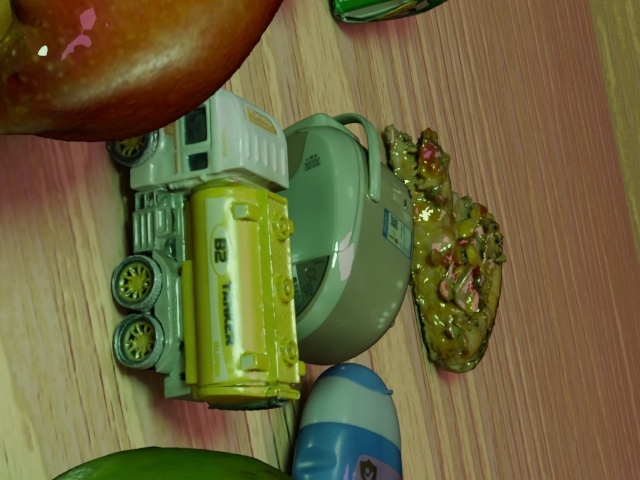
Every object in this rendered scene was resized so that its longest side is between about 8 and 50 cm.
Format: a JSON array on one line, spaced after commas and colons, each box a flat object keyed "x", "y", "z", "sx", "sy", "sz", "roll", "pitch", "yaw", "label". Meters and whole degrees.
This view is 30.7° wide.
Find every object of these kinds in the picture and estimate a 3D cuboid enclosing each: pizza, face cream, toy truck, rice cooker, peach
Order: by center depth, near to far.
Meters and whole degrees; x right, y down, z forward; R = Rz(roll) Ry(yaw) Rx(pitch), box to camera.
[{"x": -0.101, "y": -0.180, "z": 0.647, "sx": 0.201, "sy": 0.257, "sz": 0.362, "roll": 38, "pitch": 43, "yaw": -47, "label": "peach"}, {"x": -0.072, "y": 0.008, "z": 0.809, "sx": 0.098, "sy": 0.114, "sz": 0.227, "roll": 23, "pitch": 60, "yaw": -61, "label": "toy truck"}, {"x": 0.000, "y": 0.000, "z": 0.921, "sx": 0.127, "sy": 0.145, "sz": 0.206, "roll": 37, "pitch": 45, "yaw": -32, "label": "rice cooker"}, {"x": 0.022, "y": 0.227, "z": 0.956, "sx": 0.149, "sy": 0.083, "sz": 0.264, "roll": 49, "pitch": 38, "yaw": -52, "label": "face cream"}, {"x": 0.163, "y": -0.009, "z": 1.369, "sx": 0.251, "sy": 0.074, "sz": 0.288, "roll": -27, "pitch": 106, "yaw": -67, "label": "pizza"}]

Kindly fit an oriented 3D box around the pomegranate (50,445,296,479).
[{"x": -0.102, "y": 0.226, "z": 0.560, "sx": 0.302, "sy": 0.236, "sz": 0.236, "roll": -17, "pitch": 95, "yaw": -53, "label": "pomegranate"}]

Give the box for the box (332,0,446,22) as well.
[{"x": 0.059, "y": -0.361, "z": 1.252, "sx": 0.180, "sy": 0.103, "sz": 0.250, "roll": -23, "pitch": 103, "yaw": -65, "label": "box"}]
